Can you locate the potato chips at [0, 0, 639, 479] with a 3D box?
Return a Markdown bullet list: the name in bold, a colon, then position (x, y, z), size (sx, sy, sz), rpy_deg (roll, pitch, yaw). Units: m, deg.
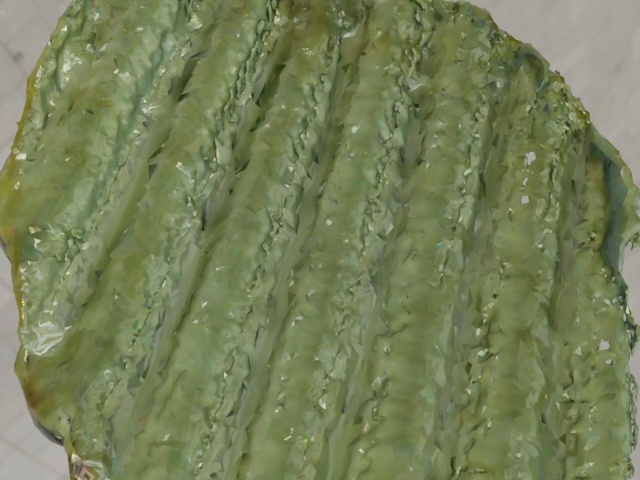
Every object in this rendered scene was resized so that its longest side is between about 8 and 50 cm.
- **potato chips**: position (0.000, 0.000, 0.603), size (0.070, 0.359, 0.429), rpy_deg (102, 1, -58)
